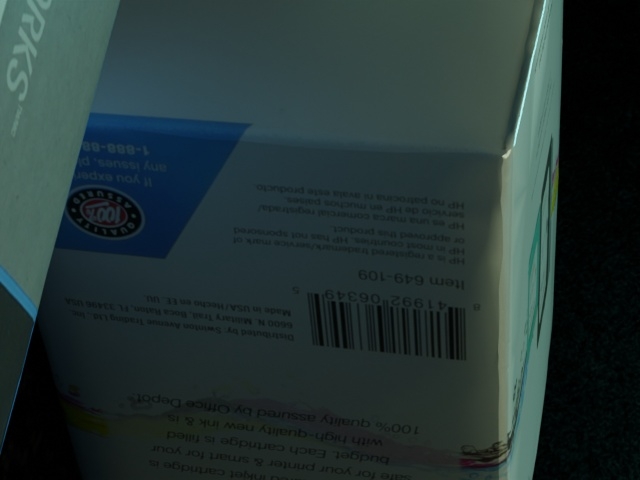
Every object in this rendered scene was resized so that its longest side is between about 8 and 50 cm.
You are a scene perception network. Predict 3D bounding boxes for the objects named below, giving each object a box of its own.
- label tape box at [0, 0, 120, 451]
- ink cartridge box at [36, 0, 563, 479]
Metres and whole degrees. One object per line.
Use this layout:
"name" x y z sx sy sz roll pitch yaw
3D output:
"label tape box" -0.120 -0.042 0.351 0.333 0.106 0.240 64 34 -65
"ink cartridge box" 0.000 0.000 0.677 0.197 0.198 0.270 -72 163 -46
